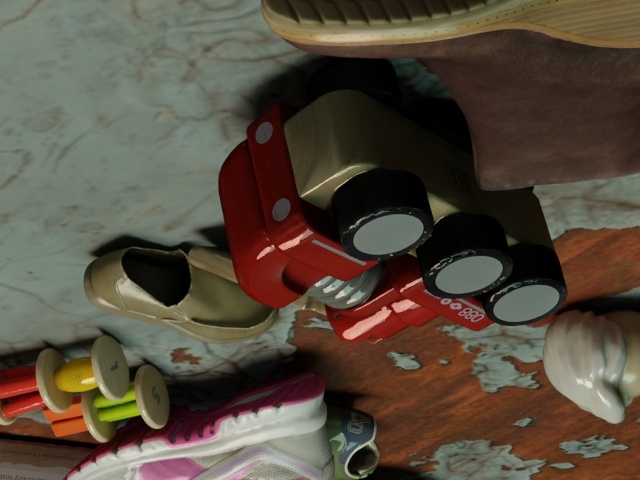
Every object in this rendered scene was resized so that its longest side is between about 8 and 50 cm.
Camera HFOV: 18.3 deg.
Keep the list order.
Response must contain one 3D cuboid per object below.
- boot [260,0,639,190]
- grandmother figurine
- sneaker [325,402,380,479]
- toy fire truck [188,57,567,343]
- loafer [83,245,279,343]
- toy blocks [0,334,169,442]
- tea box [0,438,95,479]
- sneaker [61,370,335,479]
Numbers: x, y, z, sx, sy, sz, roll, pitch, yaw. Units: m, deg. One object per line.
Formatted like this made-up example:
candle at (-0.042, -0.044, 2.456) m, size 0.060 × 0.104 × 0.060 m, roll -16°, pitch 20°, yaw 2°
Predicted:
boot at (0.093, -0.090, 1.120) m, size 0.248 × 0.090 × 0.207 m, roll -9°, pitch 143°, yaw -5°
grandmother figurine at (0.345, 0.086, 1.538) m, size 0.342 × 0.104 × 0.208 m, roll -3°, pitch 126°, yaw 5°
sneaker at (0.009, 0.197, 1.740) m, size 0.086 × 0.064 × 0.192 m, roll 2°, pitch 150°, yaw 0°
toy fire truck at (0.000, 0.000, 1.286) m, size 0.246 × 0.158 × 0.217 m, roll -33°, pitch 143°, yaw 28°
loafer at (-0.094, 0.038, 1.418) m, size 0.148 × 0.056 × 0.050 m, roll 8°, pitch 158°, yaw -23°
toy blocks at (-0.213, 0.128, 1.588) m, size 0.148 × 0.054 × 0.123 m, roll -14°, pitch 151°, yaw 20°
tea box at (-0.318, 0.333, 1.801) m, size 0.329 × 0.220 × 0.323 m, roll 10°, pitch 151°, yaw -26°
sneaker at (-0.098, 0.194, 1.633) m, size 0.252 × 0.111 × 0.103 m, roll -15°, pitch -169°, yaw 24°
